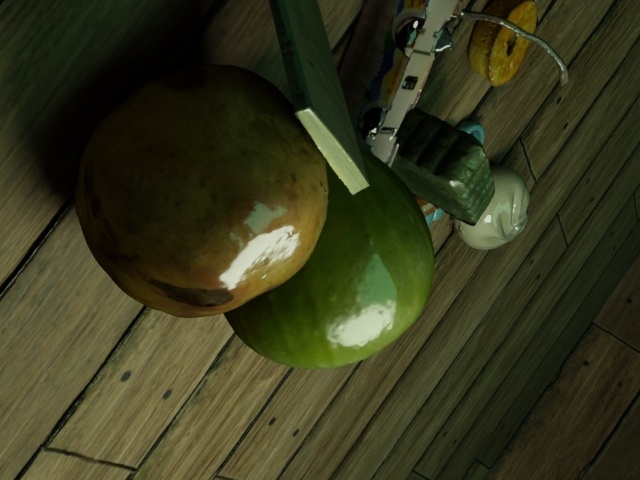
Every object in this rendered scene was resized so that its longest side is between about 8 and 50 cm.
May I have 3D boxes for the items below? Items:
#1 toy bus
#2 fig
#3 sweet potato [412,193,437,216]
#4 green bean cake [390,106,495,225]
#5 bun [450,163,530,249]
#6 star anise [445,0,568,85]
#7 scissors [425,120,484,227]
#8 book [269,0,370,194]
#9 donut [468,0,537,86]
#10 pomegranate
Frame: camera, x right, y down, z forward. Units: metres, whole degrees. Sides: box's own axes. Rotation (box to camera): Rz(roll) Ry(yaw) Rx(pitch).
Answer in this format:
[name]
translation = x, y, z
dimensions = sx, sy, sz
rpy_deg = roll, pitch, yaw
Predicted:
[toy bus]
translation = 0.092, -0.234, 1.423
dimensions = 0.090, 0.112, 0.274
rpy_deg = -10, 128, -56
[fig]
translation = 0.000, 0.000, 1.350
dimensions = 0.316, 0.316, 0.316
rpy_deg = -40, 149, -30
[sweet potato]
translation = 0.158, -0.059, 1.764
dimensions = 0.226, 0.068, 0.068
rpy_deg = -23, 139, -29
[green bean cake]
translation = 0.174, -0.117, 1.611
dimensions = 0.094, 0.183, 0.185
rpy_deg = -55, 153, -11
[bun]
translation = 0.346, -0.057, 2.036
dimensions = 0.173, 0.120, 0.173
rpy_deg = -42, 152, -29
[star anise]
translation = 0.249, -0.290, 1.528
dimensions = 0.148, 0.227, 0.218
rpy_deg = -65, 164, 1
[scissors]
translation = 0.185, -0.012, 1.913
dimensions = 0.192, 0.029, 0.447
rpy_deg = -21, 136, -49
[book]
translation = -0.015, -0.214, 1.141
dimensions = 0.025, 0.283, 0.215
rpy_deg = -19, 154, 12
[donut]
translation = 0.299, -0.333, 1.721
dimensions = 0.152, 0.058, 0.152
rpy_deg = -40, 148, -31
[pomegranate]
translation = -0.120, -0.054, 1.110
dimensions = 0.281, 0.281, 0.281
rpy_deg = -40, 149, -30
